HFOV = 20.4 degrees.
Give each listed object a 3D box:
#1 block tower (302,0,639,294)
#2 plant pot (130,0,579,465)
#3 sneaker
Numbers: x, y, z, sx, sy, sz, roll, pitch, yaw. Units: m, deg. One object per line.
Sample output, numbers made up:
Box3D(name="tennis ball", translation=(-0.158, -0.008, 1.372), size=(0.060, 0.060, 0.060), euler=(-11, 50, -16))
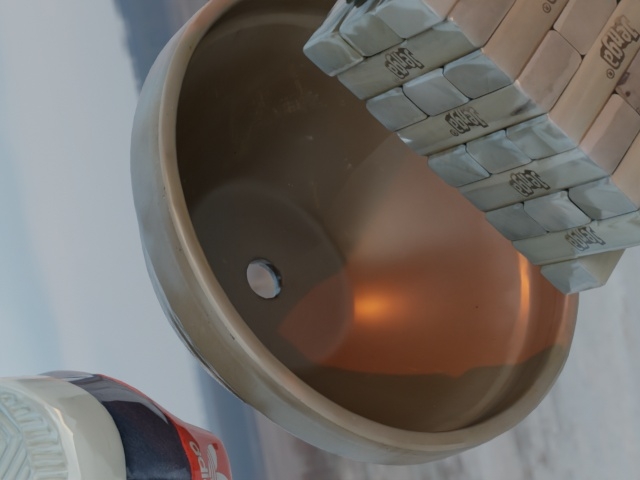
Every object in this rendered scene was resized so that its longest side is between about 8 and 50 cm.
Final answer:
Box3D(name="block tower", translation=(0.022, -0.124, 0.665), size=(0.335, 0.091, 0.097), euler=(42, 156, -16))
Box3D(name="plant pot", translation=(0.000, 0.000, 0.842), size=(0.110, 0.237, 0.237), euler=(-34, 62, 47))
Box3D(name="sneaker", translation=(-0.194, 0.128, 0.873), size=(0.148, 0.350, 0.131), euler=(10, -100, -52))
